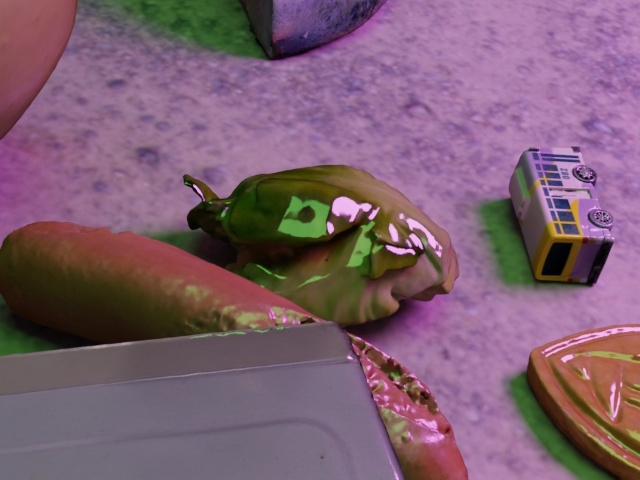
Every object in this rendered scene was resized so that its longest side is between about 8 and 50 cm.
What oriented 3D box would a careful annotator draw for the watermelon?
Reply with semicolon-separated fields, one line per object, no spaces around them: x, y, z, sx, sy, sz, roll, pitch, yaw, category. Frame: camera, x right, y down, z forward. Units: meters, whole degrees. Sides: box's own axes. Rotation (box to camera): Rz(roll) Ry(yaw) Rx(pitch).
-0.007;-0.326;1.211;0.175;0.188;0.322;-11;52;-18;watermelon

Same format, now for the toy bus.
0.172;-0.020;1.018;0.058;0.052;0.102;2;44;-12;toy bus

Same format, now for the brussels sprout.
0.001;-0.003;0.932;0.180;0.101;0.139;-2;23;4;brussels sprout

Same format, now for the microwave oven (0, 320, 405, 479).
-0.137;0.210;0.566;0.354;0.219;0.286;-5;46;-19;microwave oven

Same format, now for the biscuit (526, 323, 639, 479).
0.239;0.113;0.903;0.220;0.029;0.142;17;42;5;biscuit

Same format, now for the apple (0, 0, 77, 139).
-0.338;-0.176;0.861;0.357;0.357;0.357;7;42;-6;apple

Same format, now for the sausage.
-0.049;0.068;0.844;0.326;0.087;0.079;25;8;16;sausage
